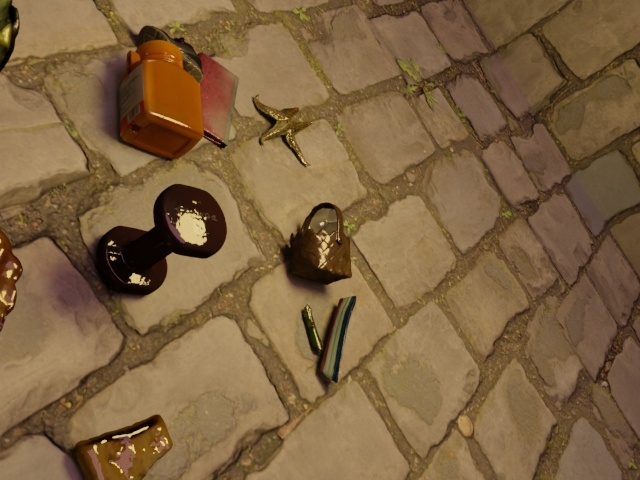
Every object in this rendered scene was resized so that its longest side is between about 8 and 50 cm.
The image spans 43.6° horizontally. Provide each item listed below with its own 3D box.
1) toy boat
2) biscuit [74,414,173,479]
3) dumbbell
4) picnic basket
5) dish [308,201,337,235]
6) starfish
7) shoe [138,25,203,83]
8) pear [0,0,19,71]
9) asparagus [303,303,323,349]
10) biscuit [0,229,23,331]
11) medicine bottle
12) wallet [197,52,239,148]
[{"bbox_3d":[0.040,0.213,1.748,0.046,0.080,0.229,16,46,3],"label":"toy boat"},{"bbox_3d":[-0.290,0.378,1.261,0.174,0.039,0.183,-4,68,-53],"label":"biscuit"},{"bbox_3d":[-0.278,0.002,1.391,0.140,0.225,0.124,11,59,-43],"label":"dumbbell"},{"bbox_3d":[0.000,0.000,1.796,0.138,0.128,0.178,19,68,-44],"label":"picnic basket"},{"bbox_3d":[0.019,-0.051,1.932,0.091,0.039,0.137,58,35,0],"label":"dish"},{"bbox_3d":[-0.084,-0.278,1.986,0.217,0.050,0.223,59,40,-10],"label":"starfish"},{"bbox_3d":[-0.326,-0.423,1.787,0.169,0.071,0.099,40,32,-20],"label":"shoe"},{"bbox_3d":[-0.652,-0.404,1.316,0.255,0.164,0.238,9,60,-45],"label":"pear"},{"bbox_3d":[-0.017,0.189,1.729,0.025,0.021,0.108,9,57,-51],"label":"asparagus"},{"bbox_3d":[-0.588,0.037,1.112,0.325,0.107,0.326,32,40,-32],"label":"biscuit"},{"bbox_3d":[-0.329,-0.295,1.646,0.149,0.112,0.222,19,51,-40],"label":"medicine bottle"},{"bbox_3d":[-0.250,-0.326,1.835,0.119,0.025,0.232,33,43,-31],"label":"wallet"}]
